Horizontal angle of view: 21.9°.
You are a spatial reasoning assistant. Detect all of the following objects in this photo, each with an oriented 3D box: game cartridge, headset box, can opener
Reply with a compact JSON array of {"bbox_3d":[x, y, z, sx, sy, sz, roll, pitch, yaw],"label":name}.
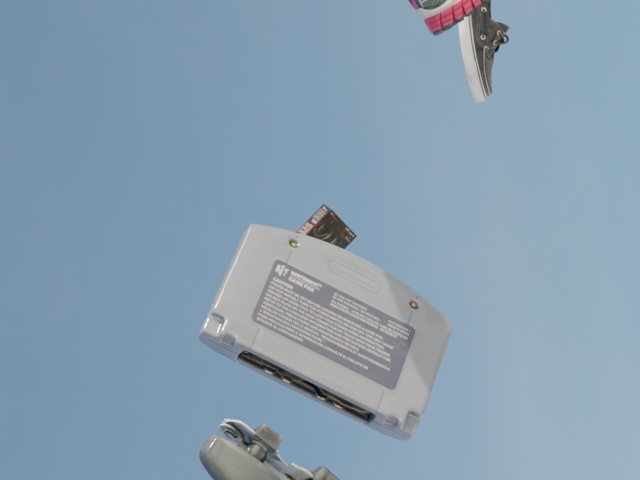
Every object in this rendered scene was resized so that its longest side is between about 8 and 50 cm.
[{"bbox_3d":[0.013,0.105,2.060,0.196,0.294,0.060,-66,8,-30],"label":"game cartridge"},{"bbox_3d":[0.000,0.000,2.356,0.083,0.032,0.062,-46,-63,-4],"label":"headset box"},{"bbox_3d":[-0.017,0.309,1.888,0.283,0.076,0.095,41,-120,-6],"label":"can opener"}]

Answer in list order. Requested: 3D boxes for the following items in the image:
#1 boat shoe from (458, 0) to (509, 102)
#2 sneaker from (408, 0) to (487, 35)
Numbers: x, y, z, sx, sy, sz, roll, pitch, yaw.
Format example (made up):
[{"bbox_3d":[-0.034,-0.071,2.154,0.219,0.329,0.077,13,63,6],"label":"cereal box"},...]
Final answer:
[{"bbox_3d":[0.255,-0.330,2.557,0.080,0.076,0.228,13,-109,-77],"label":"boat shoe"},{"bbox_3d":[0.251,-0.424,2.383,0.299,0.121,0.112,-39,-84,-15],"label":"sneaker"}]
